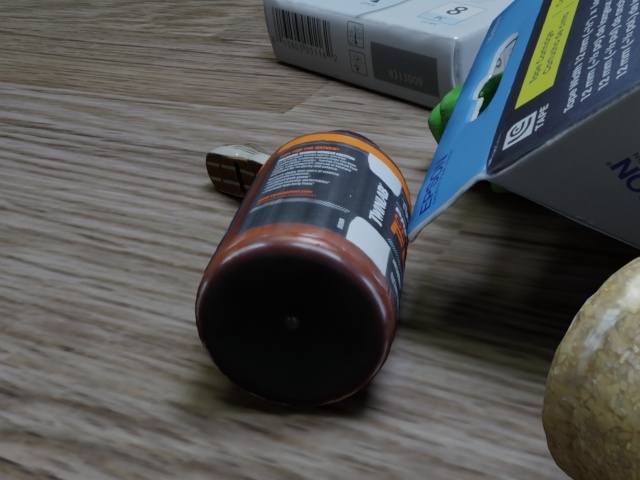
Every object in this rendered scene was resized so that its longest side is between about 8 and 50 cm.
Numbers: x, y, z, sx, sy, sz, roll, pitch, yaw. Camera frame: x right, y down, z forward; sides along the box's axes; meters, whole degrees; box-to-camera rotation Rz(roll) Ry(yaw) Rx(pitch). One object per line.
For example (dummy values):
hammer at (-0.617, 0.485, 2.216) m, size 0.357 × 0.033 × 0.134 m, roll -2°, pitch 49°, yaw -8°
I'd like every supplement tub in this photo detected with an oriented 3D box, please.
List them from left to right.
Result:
supplement tub at (0.000, 0.000, 0.523) m, size 0.106 × 0.106 × 0.198 m, roll 1°, pitch 28°, yaw 9°

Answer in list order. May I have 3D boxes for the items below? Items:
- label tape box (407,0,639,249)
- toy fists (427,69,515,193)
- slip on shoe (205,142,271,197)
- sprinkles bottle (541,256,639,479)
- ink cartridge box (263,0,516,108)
label tape box at (0.223, -0.121, 0.466) m, size 0.347 × 0.115 × 0.249 m, roll -35°, pitch 20°, yaw 45°
toy fists at (0.206, -0.075, 0.650) m, size 0.142 × 0.096 × 0.279 m, roll -12°, pitch 21°, yaw -41°
slip on shoe at (-0.040, -0.049, 0.687) m, size 0.041 × 0.051 × 0.135 m, roll -24°, pitch 25°, yaw -29°
sprinkles bottle at (0.221, 0.119, 0.248) m, size 0.121 × 0.121 × 0.355 m, roll -16°, pitch 29°, yaw -23°
ink cartridge box at (0.177, -0.281, 1.023) m, size 0.385 × 0.091 × 0.308 m, roll -30°, pitch 36°, yaw -28°
